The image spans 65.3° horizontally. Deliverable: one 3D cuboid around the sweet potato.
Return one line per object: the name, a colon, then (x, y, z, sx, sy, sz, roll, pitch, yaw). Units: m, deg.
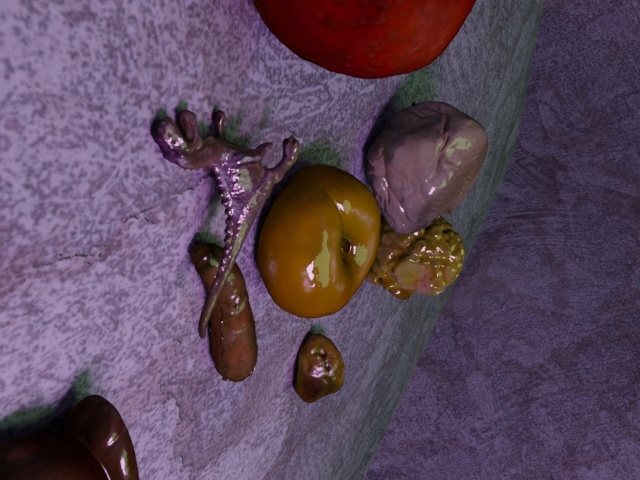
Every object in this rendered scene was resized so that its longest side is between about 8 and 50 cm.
sweet potato: (-0.130, 0.105, 0.713, 0.075, 0.075, 0.274, -45, 146, -42)

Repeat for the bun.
bun: (0.209, -0.164, 1.046, 0.281, 0.204, 0.282, -45, 160, -22)

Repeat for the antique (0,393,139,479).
antique: (-0.272, 0.304, 0.518, 0.143, 0.121, 0.257, -29, 135, -52)

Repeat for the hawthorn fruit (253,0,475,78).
hawthorn fruit: (0.048, -0.296, 0.528, 0.265, 0.265, 0.307, -57, 163, -24)

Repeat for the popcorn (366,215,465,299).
popcorn: (0.239, 0.026, 1.279, 0.259, 0.259, 0.212, 83, 22, -49)

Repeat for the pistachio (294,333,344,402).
pistachio: (0.000, 0.300, 1.120, 0.100, 0.110, 0.190, -92, -170, -62)

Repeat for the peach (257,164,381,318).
peach: (0.000, 0.000, 0.815, 0.251, 0.153, 0.251, -17, 110, -55)

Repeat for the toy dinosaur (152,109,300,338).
toy dinosaur: (-0.108, -0.042, 0.608, 0.199, 0.072, 0.252, -37, 138, -44)
